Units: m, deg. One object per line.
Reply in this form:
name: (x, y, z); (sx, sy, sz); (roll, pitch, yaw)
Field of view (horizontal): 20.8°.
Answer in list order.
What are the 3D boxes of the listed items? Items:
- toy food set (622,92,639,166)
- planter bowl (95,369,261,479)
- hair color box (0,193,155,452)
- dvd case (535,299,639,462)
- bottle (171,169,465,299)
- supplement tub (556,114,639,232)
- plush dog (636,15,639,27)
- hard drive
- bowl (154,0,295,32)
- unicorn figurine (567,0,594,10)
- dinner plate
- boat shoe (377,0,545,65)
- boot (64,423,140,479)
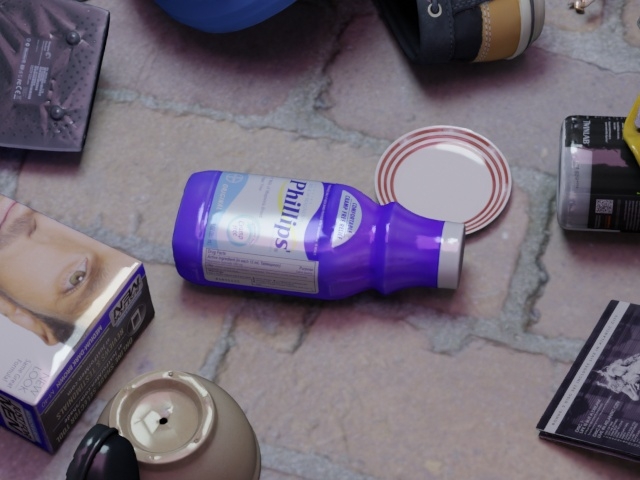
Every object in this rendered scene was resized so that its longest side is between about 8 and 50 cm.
toy food set: (0.373, -0.147, 1.664); (0.128, 0.071, 0.218); (21, 61, 16)
planter bowl: (-0.141, 0.185, 1.604); (0.162, 0.109, 0.162); (-2, 57, 3)
hair color box: (-0.356, 0.045, 1.712); (0.339, 0.110, 0.185); (25, 61, 17)
dvd case: (0.328, 0.138, 1.604); (0.221, 0.018, 0.164); (11, 55, 39)
bottle: (0.000, 0.000, 1.722); (0.283, 0.092, 0.118); (7, 57, 9)
supplement tub: (0.332, -0.064, 1.727); (0.190, 0.117, 0.117); (3, 57, 6)
plush dog: (0.479, -0.293, 1.855); (0.225, 0.210, 0.262); (13, 87, -4)
hard drive: (-0.356, -0.185, 1.856); (0.255, 0.054, 0.172); (9, 83, 8)
bowl: (-0.078, -0.417, 1.871); (0.391, 0.077, 0.391); (-22, 56, 38)
unicorn figurine: (0.285, -0.311, 1.910); (0.162, 0.060, 0.111); (18, 92, -5)
dinner plate: (0.126, -0.059, 1.797); (0.141, 0.017, 0.141); (-2, 58, 3)
boat shoe: (0.061, -0.386, 1.918); (0.156, 0.186, 0.500); (-22, 63, -17)
boot: (-0.129, 0.298, 1.499); (0.207, 0.094, 0.246); (12, 92, 12)
